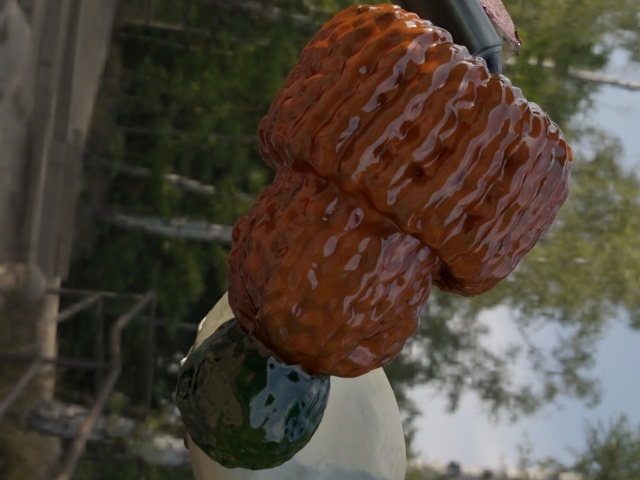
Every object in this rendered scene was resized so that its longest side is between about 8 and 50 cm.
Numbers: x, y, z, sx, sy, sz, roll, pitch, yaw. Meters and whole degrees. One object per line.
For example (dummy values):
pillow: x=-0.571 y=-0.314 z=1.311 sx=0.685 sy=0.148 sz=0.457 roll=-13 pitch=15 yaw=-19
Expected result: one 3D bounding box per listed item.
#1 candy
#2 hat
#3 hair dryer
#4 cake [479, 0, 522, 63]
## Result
candy: x=-0.027 y=0.241 z=1.690 sx=0.186 sy=0.386 sz=0.427 roll=-34 pitch=-123 yaw=35
hat: x=0.000 y=0.000 z=0.966 sx=0.400 sy=0.285 sz=0.285 roll=-44 pitch=-163 yaw=-2
hair dryer: x=0.154 y=-0.224 z=1.220 sx=0.195 sy=0.078 sz=0.248 roll=61 pitch=18 yaw=3
cake: x=0.190 y=-0.307 z=1.518 sx=0.086 sy=0.117 sz=0.220 roll=-39 pitch=-155 yaw=20
